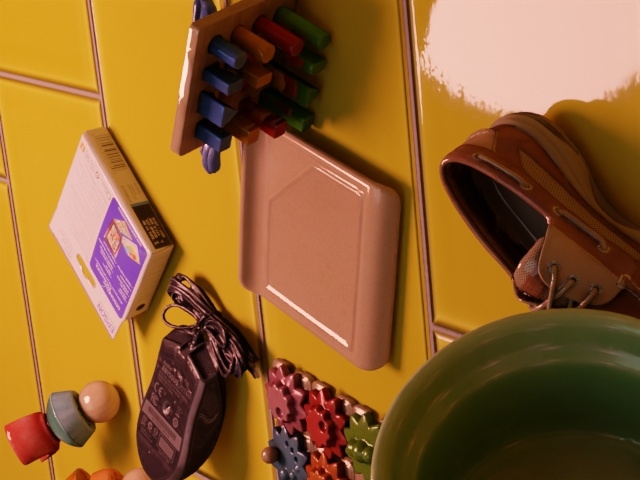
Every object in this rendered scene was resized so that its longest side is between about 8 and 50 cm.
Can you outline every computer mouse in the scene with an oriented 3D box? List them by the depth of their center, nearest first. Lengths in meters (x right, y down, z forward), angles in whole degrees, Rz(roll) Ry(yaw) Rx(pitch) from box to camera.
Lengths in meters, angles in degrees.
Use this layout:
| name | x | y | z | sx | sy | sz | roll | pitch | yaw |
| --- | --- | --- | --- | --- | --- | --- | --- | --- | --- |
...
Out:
| name | x | y | z | sx | sy | sz | roll | pitch | yaw |
| --- | --- | --- | --- | --- | --- | --- | --- | --- | --- |
| computer mouse | -0.155 | 0.194 | 2.207 | 0.188 | 0.072 | 0.272 | 46 | 126 | 39 |

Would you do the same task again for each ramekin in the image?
| name | x | y | z | sx | sy | sz | roll | pitch | yaw |
| --- | --- | --- | --- | --- | --- | --- | --- | --- | --- |
| ramekin | 0.198 | 0.216 | 1.381 | 0.303 | 0.303 | 0.148 | 46 | 160 | 36 |

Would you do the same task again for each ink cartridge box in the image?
| name | x | y | z | sx | sy | sz | roll | pitch | yaw |
| --- | --- | --- | --- | --- | --- | --- | --- | --- | --- |
| ink cartridge box | -0.281 | -0.007 | 2.318 | 0.206 | 0.045 | 0.208 | 58 | 143 | 23 |

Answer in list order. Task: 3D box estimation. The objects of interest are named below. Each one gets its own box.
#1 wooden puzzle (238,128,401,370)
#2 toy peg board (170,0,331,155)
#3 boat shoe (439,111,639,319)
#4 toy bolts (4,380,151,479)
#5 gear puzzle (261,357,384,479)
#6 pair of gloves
| name | x | y | z | sx | sy | sz | roll | pitch | yaw |
| --- | --- | --- | --- | --- | --- | --- | --- | --- | --- |
| wooden puzzle | 0.000 | 0.000 | 1.909 | 0.238 | 0.044 | 0.221 | 30 | 127 | 42 |
| toy peg board | -0.066 | -0.168 | 1.834 | 0.079 | 0.160 | 0.161 | 33 | 132 | 25 |
| boat shoe | 0.218 | 0.028 | 1.512 | 0.324 | 0.116 | 0.123 | 50 | 141 | 27 |
| toy bolts | -0.316 | 0.311 | 2.480 | 0.228 | 0.158 | 0.218 | 61 | -173 | 2 |
| gear puzzle | 0.033 | 0.265 | 1.967 | 0.339 | 0.044 | 0.175 | 25 | 124 | 50 |
| pair of gloves | -0.127 | -0.180 | 1.983 | 0.159 | 0.023 | 0.198 | 108 | 157 | -55 |
